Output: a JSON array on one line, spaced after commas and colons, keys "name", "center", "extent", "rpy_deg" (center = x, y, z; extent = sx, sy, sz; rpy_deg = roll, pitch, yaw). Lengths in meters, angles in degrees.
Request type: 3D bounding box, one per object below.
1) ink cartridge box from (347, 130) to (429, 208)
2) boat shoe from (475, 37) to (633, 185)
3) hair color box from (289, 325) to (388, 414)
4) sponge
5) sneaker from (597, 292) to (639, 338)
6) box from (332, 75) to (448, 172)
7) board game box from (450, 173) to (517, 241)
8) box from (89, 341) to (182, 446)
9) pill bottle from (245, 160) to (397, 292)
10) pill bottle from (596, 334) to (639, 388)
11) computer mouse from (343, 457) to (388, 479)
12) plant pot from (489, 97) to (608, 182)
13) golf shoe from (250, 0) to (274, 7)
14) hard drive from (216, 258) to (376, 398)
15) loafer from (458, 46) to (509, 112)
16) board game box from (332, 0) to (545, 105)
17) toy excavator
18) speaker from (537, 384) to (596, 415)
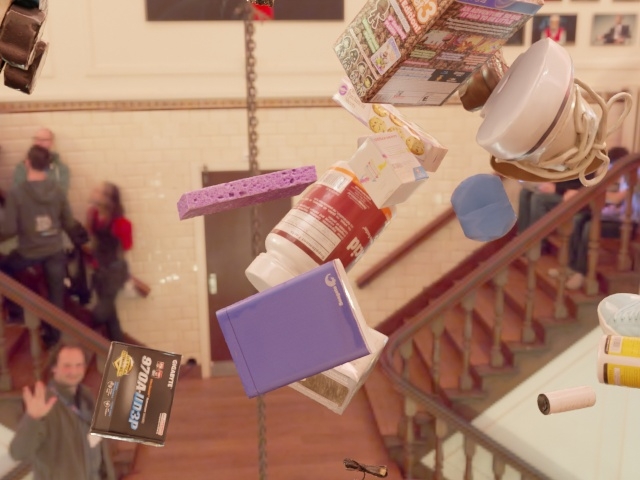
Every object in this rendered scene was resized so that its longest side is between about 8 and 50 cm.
[{"name": "ink cartridge box", "center": [0.134, -0.154, 1.602], "extent": [0.092, 0.090, 0.143], "rpy_deg": [-16, 66, -43]}, {"name": "boat shoe", "center": [0.272, -0.129, 0.886], "extent": [0.156, 0.136, 0.367], "rpy_deg": [33, 14, 2]}, {"name": "hair color box", "center": [0.047, 0.323, 2.128], "extent": [0.185, 0.114, 0.374], "rpy_deg": [27, 16, 11]}, {"name": "sponge", "center": [-0.116, -0.075, 1.213], "extent": [0.210, 0.031, 0.117], "rpy_deg": [-13, -3, -19]}, {"name": "sneaker", "center": [0.622, 0.138, 1.382], "extent": [0.135, 0.150, 0.366], "rpy_deg": [-26, 20, -11]}, {"name": "box", "center": [0.151, -0.264, 1.741], "extent": [0.063, 0.067, 0.324], "rpy_deg": [4, 34, -47]}, {"name": "board game box", "center": [0.403, -0.081, 1.919], "extent": [0.133, 0.169, 0.033], "rpy_deg": [-23, 0, 12]}, {"name": "box", "center": [-0.437, 0.366, 1.843], "extent": [0.175, 0.220, 0.051], "rpy_deg": [14, -27, -12]}, {"name": "pill bottle", "center": [0.000, 0.000, 2.031], "extent": [0.392, 0.224, 0.224], "rpy_deg": [-49, 34, -15]}, {"name": "pill bottle", "center": [0.410, 0.155, 0.968], "extent": [0.116, 0.065, 0.065], "rpy_deg": [3, 15, 29]}, {"name": "computer mouse", "center": [0.074, 0.552, 1.725], "extent": [0.106, 0.193, 0.042], "rpy_deg": [11, 35, -16]}, {"name": "plant pot", "center": [0.573, -0.288, 1.957], "extent": [0.284, 0.191, 0.284], "rpy_deg": [4, -19, 1]}, {"name": "golf shoe", "center": [-0.145, -0.564, 1.482], "extent": [0.105, 0.120, 0.273], "rpy_deg": [21, -17, 33]}, {"name": "hard drive", "center": [-0.060, 0.196, 1.680], "extent": [0.318, 0.210, 0.040], "rpy_deg": [-25, -6, 24]}, {"name": "loafer", "center": [0.340, -0.429, 1.774], "extent": [0.130, 0.134, 0.366], "rpy_deg": [-35, 34, 30]}, {"name": "board game box", "center": [0.207, -0.389, 1.402], "extent": [0.232, 0.141, 0.291], "rpy_deg": [-7, -27, -42]}, {"name": "toy excavator", "center": [-0.521, -0.527, 1.294], "extent": [0.222, 0.445, 0.433], "rpy_deg": [20, -12, -17]}, {"name": "speaker", "center": [0.595, 0.387, 1.874], "extent": [0.136, 0.055, 0.055], "rpy_deg": [-6, 16, -19]}]
